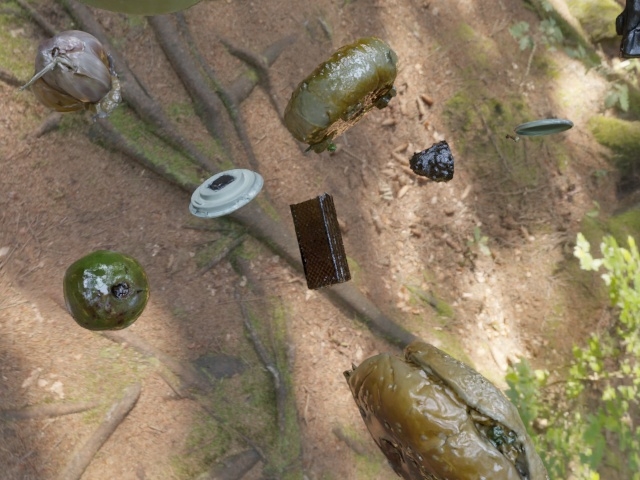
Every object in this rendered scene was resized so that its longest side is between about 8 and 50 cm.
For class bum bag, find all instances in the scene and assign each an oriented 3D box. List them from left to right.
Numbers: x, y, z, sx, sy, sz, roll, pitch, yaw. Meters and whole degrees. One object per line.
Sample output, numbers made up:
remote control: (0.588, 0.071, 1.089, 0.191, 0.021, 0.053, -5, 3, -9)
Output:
bum bag: (0.587, -0.449, 0.772, 0.060, 0.123, 0.249, -46, 129, -71)

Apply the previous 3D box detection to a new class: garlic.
garlic: (-0.584, -0.369, 1.056, 0.207, 0.207, 0.257, 33, 28, -30)

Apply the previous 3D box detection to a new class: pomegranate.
pomegranate: (-0.483, 0.101, 0.977, 0.179, 0.210, 0.180, -35, 137, -41)

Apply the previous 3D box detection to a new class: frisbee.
frisbee: (0.451, -0.230, 0.898, 0.110, 0.110, 0.014, -2, 91, -41)

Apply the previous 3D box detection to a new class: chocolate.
chocolate: (0.369, -0.262, 1.513, 0.133, 0.156, 0.156, -8, 83, -1)

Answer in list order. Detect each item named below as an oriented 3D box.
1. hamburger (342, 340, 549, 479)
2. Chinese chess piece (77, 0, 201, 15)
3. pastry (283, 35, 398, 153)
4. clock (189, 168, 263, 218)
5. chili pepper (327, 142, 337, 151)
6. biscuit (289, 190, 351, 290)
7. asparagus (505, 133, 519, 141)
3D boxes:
hamburger: (0.149, 0.237, 0.564, 0.146, 0.286, 0.243, -33, 141, -16)
Chinese chess piece: (-0.251, -0.421, 0.487, 0.349, 0.349, 0.147, 15, 71, -37)
pastry: (0.047, -0.283, 0.874, 0.121, 0.257, 0.235, 53, 39, -1)
clock: (-0.286, -0.153, 1.307, 0.236, 0.236, 0.053, -52, 134, -35)
chili pepper: (0.007, -0.249, 1.119, 0.030, 0.091, 0.034, -48, 158, -6)
biscuit: (0.000, 0.000, 1.167, 0.070, 0.106, 0.252, -5, 82, -56)
asparagus: (0.569, -0.306, 1.316, 0.127, 0.015, 0.018, -59, 157, -69)
